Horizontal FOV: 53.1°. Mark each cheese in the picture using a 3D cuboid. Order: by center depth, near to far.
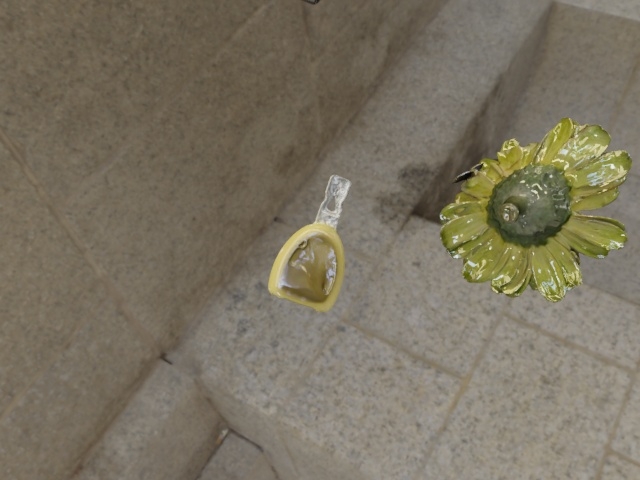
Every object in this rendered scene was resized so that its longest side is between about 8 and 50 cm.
[{"bbox_3d":[0.000,0.000,0.775,0.036,0.086,0.162,151,-41,-85],"label":"cheese"}]

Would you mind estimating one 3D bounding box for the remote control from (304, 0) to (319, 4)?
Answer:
[{"bbox_3d":[0.019,-0.371,0.712,0.212,0.059,0.028,-61,-170,25],"label":"remote control"}]

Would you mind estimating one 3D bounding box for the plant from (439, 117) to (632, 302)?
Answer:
[{"bbox_3d":[0.309,-0.060,1.032,0.297,0.261,0.305,5,108,-33],"label":"plant"}]
